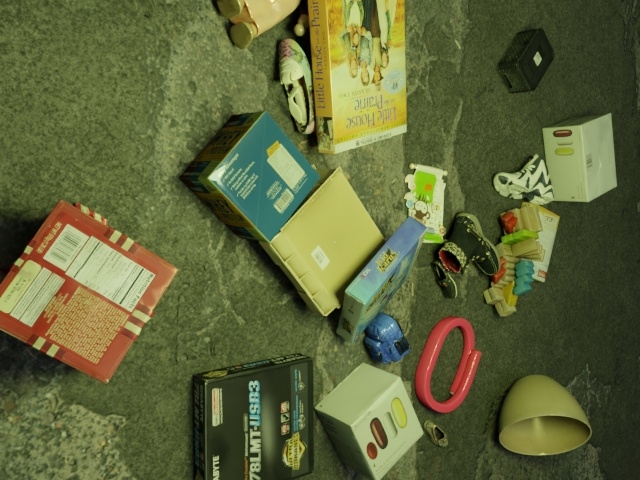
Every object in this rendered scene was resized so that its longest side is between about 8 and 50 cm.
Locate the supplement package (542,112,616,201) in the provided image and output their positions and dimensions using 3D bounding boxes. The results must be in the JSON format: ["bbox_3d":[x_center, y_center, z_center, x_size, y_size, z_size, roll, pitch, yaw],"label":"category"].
[{"bbox_3d":[0.897,-0.286,2.101,0.204,0.145,0.261,-22,107,-34],"label":"supplement package"}]

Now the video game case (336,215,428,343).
[{"bbox_3d":[0.151,0.103,1.515,0.269,0.061,0.244,-47,161,-26],"label":"video game case"}]

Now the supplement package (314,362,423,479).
[{"bbox_3d":[0.130,0.471,1.591,0.194,0.149,0.203,-38,117,-28],"label":"supplement package"}]

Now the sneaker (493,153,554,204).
[{"bbox_3d":[0.655,-0.217,1.966,0.235,0.094,0.153,12,68,-18],"label":"sneaker"}]

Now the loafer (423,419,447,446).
[{"bbox_3d":[0.357,0.592,1.846,0.045,0.039,0.125,-53,122,-22],"label":"loafer"}]

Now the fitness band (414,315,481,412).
[{"bbox_3d":[0.386,0.373,1.842,0.209,0.054,0.290,31,75,-33],"label":"fitness band"}]

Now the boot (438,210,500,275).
[{"bbox_3d":[0.440,0.053,1.805,0.236,0.085,0.178,56,50,-22],"label":"boot"}]

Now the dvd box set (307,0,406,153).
[{"bbox_3d":[0.097,-0.443,1.457,0.308,0.062,0.420,-23,117,-44],"label":"dvd box set"}]

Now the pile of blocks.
[{"bbox_3d":[0.604,0.063,1.912,0.113,0.149,0.362,9,90,-38],"label":"pile of blocks"}]

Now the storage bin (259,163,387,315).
[{"bbox_3d":[0.000,0.000,1.460,0.260,0.123,0.262,-48,121,-23],"label":"storage bin"}]

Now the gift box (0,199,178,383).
[{"bbox_3d":[-0.425,0.071,1.064,0.276,0.258,0.255,38,73,-13],"label":"gift box"}]

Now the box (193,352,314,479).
[{"bbox_3d":[-0.150,0.433,1.423,0.293,0.073,0.295,-3,96,-38],"label":"box"}]

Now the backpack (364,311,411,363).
[{"bbox_3d":[0.173,0.262,1.635,0.101,0.098,0.120,-35,116,-26],"label":"backpack"}]

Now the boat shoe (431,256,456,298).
[{"bbox_3d":[0.364,0.115,1.796,0.042,0.049,0.133,-31,105,-36],"label":"boat shoe"}]

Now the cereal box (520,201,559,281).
[{"bbox_3d":[0.721,0.007,2.059,0.173,0.047,0.240,20,83,-36],"label":"cereal box"}]

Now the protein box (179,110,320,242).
[{"bbox_3d":[-0.149,-0.138,1.320,0.201,0.136,0.200,48,67,-31],"label":"protein box"}]

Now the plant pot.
[{"bbox_3d":[0.723,0.559,2.010,0.284,0.284,0.191,42,35,-33],"label":"plant pot"}]

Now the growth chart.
[{"bbox_3d":[0.306,-0.102,1.748,0.172,0.021,0.237,-5,97,-36],"label":"growth chart"}]

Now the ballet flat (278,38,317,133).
[{"bbox_3d":[-0.054,-0.351,1.406,0.079,0.077,0.221,-44,124,-47],"label":"ballet flat"}]

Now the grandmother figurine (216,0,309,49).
[{"bbox_3d":[-0.075,-0.569,1.363,0.342,0.104,0.207,-40,131,-31],"label":"grandmother figurine"}]

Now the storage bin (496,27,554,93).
[{"bbox_3d":[0.649,-0.566,1.922,0.122,0.084,0.180,47,68,-31],"label":"storage bin"}]
